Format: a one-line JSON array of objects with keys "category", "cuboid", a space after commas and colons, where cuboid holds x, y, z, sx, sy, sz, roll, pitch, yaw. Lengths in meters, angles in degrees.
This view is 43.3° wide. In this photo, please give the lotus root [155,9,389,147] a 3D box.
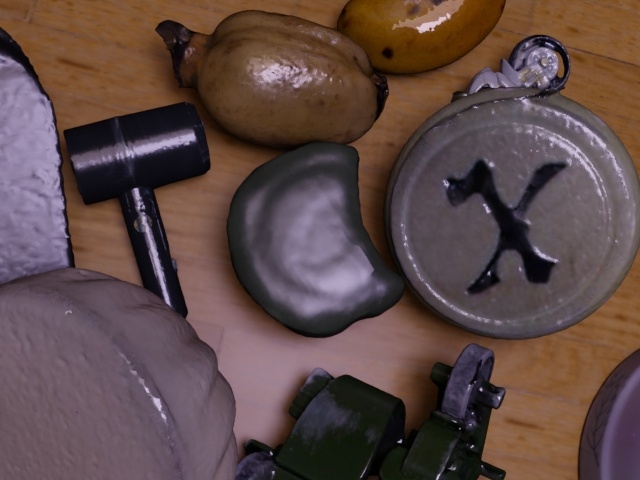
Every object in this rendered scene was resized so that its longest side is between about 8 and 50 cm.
[{"category": "lotus root", "cuboid": [-0.047, -0.150, 0.751, 0.221, 0.118, 0.125, 9, 33, -11]}]

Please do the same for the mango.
[{"category": "mango", "cuboid": [0.108, -0.229, 0.808, 0.178, 0.090, 0.115, -36, 77, -11]}]

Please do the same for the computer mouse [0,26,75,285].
[{"category": "computer mouse", "cuboid": [-0.311, -0.043, 0.708, 0.168, 0.087, 0.295, -10, 94, -18]}]

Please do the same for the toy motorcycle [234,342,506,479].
[{"category": "toy motorcycle", "cuboid": [0.035, 0.199, 0.699, 0.205, 0.127, 0.275, 21, 64, 26]}]

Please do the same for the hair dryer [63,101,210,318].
[{"category": "hair dryer", "cuboid": [-0.148, -0.011, 0.740, 0.124, 0.071, 0.219, -14, 88, -12]}]

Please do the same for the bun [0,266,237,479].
[{"category": "bun", "cuboid": [-0.162, 0.134, 0.650, 0.263, 0.263, 0.175, 54, 34, 3]}]

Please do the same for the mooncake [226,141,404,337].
[{"category": "mooncake", "cuboid": [0.000, 0.000, 0.732, 0.168, 0.104, 0.175, 15, 83, 5]}]

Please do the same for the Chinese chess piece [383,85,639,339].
[{"category": "Chinese chess piece", "cuboid": [0.168, -0.026, 0.729, 0.238, 0.092, 0.237, 2, 99, 15]}]

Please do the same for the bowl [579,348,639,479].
[{"category": "bowl", "cuboid": [0.403, 0.221, 0.743, 0.287, 0.144, 0.287, 2, 79, -8]}]

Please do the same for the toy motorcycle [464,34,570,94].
[{"category": "toy motorcycle", "cuboid": [0.189, -0.089, 0.801, 0.151, 0.074, 0.228, -5, 90, -1]}]
